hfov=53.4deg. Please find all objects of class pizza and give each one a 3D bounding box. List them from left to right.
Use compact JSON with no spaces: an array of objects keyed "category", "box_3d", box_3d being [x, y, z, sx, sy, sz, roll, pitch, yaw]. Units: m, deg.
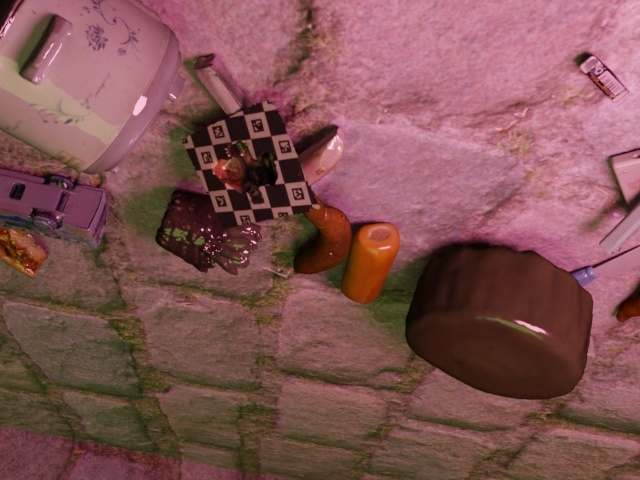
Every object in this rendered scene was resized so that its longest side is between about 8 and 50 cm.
[{"category":"pizza","box_3d":[-0.713,0.004,1.465,0.134,0.056,0.271,15,146,8]}]

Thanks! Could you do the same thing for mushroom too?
[{"category":"mushroom","box_3d":[-0.034,-0.125,1.101,0.209,0.084,0.071,-28,118,34]}]

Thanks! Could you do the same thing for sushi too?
[{"category":"sushi","box_3d":[-0.112,-0.123,1.068,0.210,0.040,0.192,-13,108,33]}]

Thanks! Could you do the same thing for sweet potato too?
[{"category":"sweet potato","box_3d":[0.007,-0.003,1.237,0.109,0.079,0.346,-8,154,-8]},{"category":"sweet potato","box_3d":[0.657,0.101,1.249,0.057,0.057,0.264,11,143,0]}]

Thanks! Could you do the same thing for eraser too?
[{"category":"eraser","box_3d":[0.398,-0.226,0.893,0.099,0.019,0.027,31,126,-26]}]

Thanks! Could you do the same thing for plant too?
[{"category":"plant","box_3d":[-0.219,-0.014,1.255,0.195,0.129,0.132,24,145,-12]}]

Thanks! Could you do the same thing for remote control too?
[{"category":"remote control","box_3d":[0.545,-0.082,1.047,0.088,0.029,0.190,-15,137,32]}]

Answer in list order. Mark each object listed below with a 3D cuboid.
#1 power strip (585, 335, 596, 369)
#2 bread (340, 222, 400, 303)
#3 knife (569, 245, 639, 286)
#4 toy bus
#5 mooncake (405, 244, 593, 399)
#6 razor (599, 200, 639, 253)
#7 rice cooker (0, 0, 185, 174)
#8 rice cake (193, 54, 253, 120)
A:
[{"category":"power strip","box_3d":[0.441,0.253,1.511,0.386,0.062,0.091,3,144,9]},{"category":"bread","box_3d":[0.101,0.056,1.307,0.093,0.073,0.239,-9,148,-13]},{"category":"knife","box_3d":[0.559,0.056,1.244,0.058,0.032,0.244,37,133,-25]},{"category":"toy bus","box_3d":[-0.604,-0.075,1.294,0.330,0.109,0.136,13,155,-2]},{"category":"mooncake","box_3d":[0.354,0.161,1.277,0.357,0.194,0.356,19,149,12]},{"category":"razor","box_3d":[0.538,-0.068,1.002,0.111,0.056,0.278,-19,158,-31]},{"category":"rice cooker","box_3d":[-0.356,-0.247,0.856,0.317,0.264,0.316,32,-178,-1]},{"category":"rice cake","box_3d":[-0.135,-0.213,1.036,0.047,0.036,0.206,-1,144,32]}]
